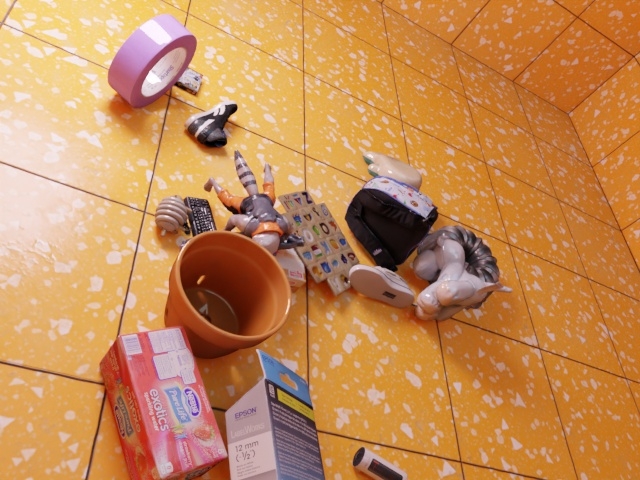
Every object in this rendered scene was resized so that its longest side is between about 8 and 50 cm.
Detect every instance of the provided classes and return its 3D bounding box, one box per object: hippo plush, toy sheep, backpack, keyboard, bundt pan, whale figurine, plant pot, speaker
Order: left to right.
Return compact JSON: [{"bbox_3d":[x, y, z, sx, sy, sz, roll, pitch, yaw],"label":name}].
[{"bbox_3d":[-0.394,-0.065,1.595,0.091,0.091,0.132,23,55,-22],"label":"toy sheep"},{"bbox_3d":[-0.336,-0.046,1.672,0.108,0.023,0.180,2,54,-37],"label":"keyboard"},{"bbox_3d":[-0.241,0.150,1.441,0.291,0.203,0.290,21,46,-23],"label":"plant pot"},{"bbox_3d":[0.147,0.572,1.509,0.136,0.055,0.055,35,41,-11],"label":"speaker"},{"bbox_3d":[0.253,-0.236,2.254,0.216,0.141,0.272,2,31,-37],"label":"whale figurine"},{"bbox_3d":[0.226,-0.083,1.989,0.263,0.276,0.213,34,36,-1],"label":"backpack"},{"bbox_3d":[0.404,0.104,1.938,0.234,0.294,0.236,21,45,-55],"label":"hippo plush"},{"bbox_3d":[0.514,0.077,2.178,0.331,0.124,0.330,21,45,-23],"label":"bundt pan"}]

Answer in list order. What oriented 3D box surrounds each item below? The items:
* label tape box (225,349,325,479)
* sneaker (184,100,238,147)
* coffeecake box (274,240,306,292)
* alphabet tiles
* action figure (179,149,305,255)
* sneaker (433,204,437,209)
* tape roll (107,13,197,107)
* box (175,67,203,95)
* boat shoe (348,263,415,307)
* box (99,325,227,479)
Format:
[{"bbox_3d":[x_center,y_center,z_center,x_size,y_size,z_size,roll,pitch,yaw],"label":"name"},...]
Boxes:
[{"bbox_3d":[-0.094,0.443,1.297,0.249,0.115,0.347,50,21,-52],"label":"label tape box"},{"bbox_3d":[-0.319,-0.359,1.920,0.121,0.079,0.217,50,49,3],"label":"sneaker"},{"bbox_3d":[-0.126,0.043,1.729,0.142,0.068,0.185,16,47,-30],"label":"coffeecake box"},{"bbox_3d":[0.000,0.000,1.844,0.342,0.011,0.285,59,30,5],"label":"alphabet tiles"},{"bbox_3d":[-0.215,-0.072,1.613,0.341,0.178,0.330,-9,48,-25],"label":"action figure"},{"bbox_3d":[0.371,-0.109,2.261,0.081,0.090,0.232,35,14,22],"label":"sneaker"},{"bbox_3d":[-0.487,-0.519,1.760,0.090,0.275,0.275,42,40,-1],"label":"tape roll"},{"bbox_3d":[-0.462,-0.544,1.992,0.137,0.027,0.094,25,45,-20],"label":"box"},{"bbox_3d":[0.189,0.125,1.889,0.268,0.096,0.088,23,34,-31],"label":"boat shoe"},{"bbox_3d":[-0.329,0.346,1.248,0.154,0.142,0.300,-5,60,-41],"label":"box"}]
